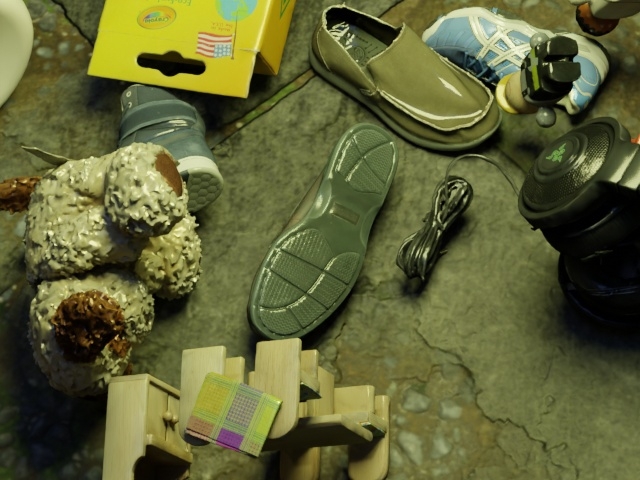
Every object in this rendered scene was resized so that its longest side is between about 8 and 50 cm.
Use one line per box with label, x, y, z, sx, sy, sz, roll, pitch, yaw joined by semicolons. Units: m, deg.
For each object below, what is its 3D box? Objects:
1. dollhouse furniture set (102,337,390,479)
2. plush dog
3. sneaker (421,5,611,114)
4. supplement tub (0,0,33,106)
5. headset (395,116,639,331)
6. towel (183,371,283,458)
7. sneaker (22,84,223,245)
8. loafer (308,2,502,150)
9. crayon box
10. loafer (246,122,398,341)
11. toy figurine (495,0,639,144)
dollhouse furniture set;-0.077;0.208;1.672;0.242;0.212;0.161;-8;68;23
plush dog;-0.232;0.044;1.760;0.210;0.262;0.225;2;68;2
sneaker;0.210;-0.198;1.954;0.211;0.080;0.081;13;60;15
supplement tub;-0.506;-0.284;2.001;0.241;0.241;0.331;-36;61;-14
headset;0.266;0.006;1.746;0.394;0.243;0.185;18;64;39
towel;-0.078;0.154;1.562;0.083;0.009;0.060;17;77;28
sneaker;-0.225;-0.077;1.936;0.226;0.086;0.163;-21;50;4
loafer;0.087;-0.183;1.955;0.251;0.087;0.094;29;66;22
crayon box;-0.126;-0.310;1.998;0.202;0.081;0.319;11;78;18
loafer;0.000;0.000;1.874;0.096;0.084;0.267;34;68;-10
toy figurine;0.317;-0.166;1.856;0.209;0.148;0.213;40;72;-1
